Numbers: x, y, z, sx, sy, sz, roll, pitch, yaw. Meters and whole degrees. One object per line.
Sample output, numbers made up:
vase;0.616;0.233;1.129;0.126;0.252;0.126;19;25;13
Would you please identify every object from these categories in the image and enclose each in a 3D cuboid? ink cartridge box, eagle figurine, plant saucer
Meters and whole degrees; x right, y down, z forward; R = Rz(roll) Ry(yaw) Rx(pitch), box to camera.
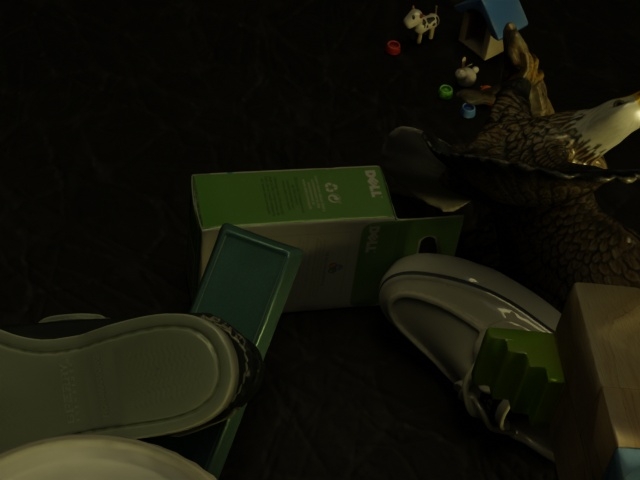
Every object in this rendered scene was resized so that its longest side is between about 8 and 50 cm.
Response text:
ink cartridge box;0.000;0.000;1.267;0.209;0.109;0.062;-4;48;-11
eagle figurine;0.182;-0.042;1.251;0.226;0.225;0.298;11;38;-12
plant saucer;-0.077;0.084;1.165;0.067;0.018;0.192;19;84;11

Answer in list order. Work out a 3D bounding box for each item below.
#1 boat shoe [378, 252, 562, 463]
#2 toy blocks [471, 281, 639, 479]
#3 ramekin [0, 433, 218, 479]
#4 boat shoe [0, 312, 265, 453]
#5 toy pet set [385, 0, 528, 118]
boat shoe;0.149;0.107;1.203;0.267;0.096;0.088;34;46;12
toy blocks;0.307;0.162;1.009;0.381;0.191;0.261;6;42;-9
ramekin;-0.148;0.244;1.000;0.272;0.127;0.273;4;47;-4
boat shoe;-0.188;0.109;1.133;0.302;0.091;0.114;-2;84;17
toy pet set;0.142;-0.193;1.501;0.114;0.065;0.122;-29;57;-30
